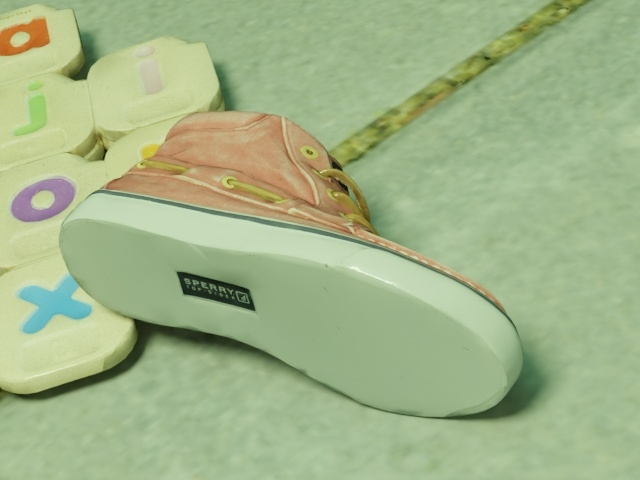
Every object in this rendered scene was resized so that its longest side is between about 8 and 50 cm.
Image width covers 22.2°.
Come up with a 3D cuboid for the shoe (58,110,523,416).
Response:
[{"bbox_3d":[0.000,0.000,0.575,0.178,0.063,0.081,15,45,27],"label":"shoe"}]

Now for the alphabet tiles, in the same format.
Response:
[{"bbox_3d":[-0.173,-0.010,0.698,0.284,0.021,0.278,-18,38,-3],"label":"alphabet tiles"}]
